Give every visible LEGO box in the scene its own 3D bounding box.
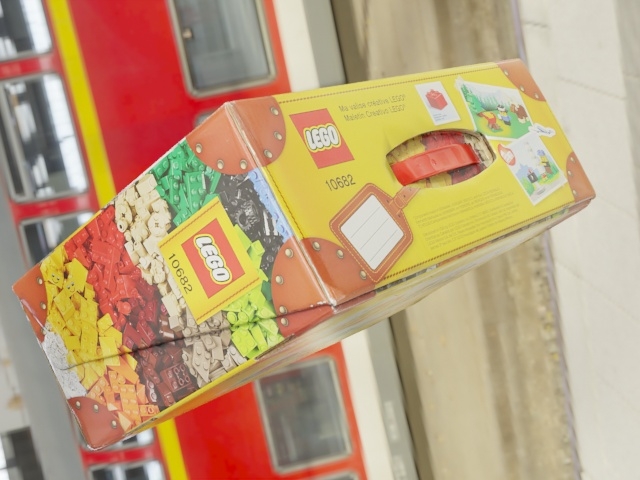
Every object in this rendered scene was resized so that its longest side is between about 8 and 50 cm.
[{"bbox_3d":[0.000,0.000,1.136,0.372,0.500,0.193,-34,80,38],"label":"LEGO box"}]
